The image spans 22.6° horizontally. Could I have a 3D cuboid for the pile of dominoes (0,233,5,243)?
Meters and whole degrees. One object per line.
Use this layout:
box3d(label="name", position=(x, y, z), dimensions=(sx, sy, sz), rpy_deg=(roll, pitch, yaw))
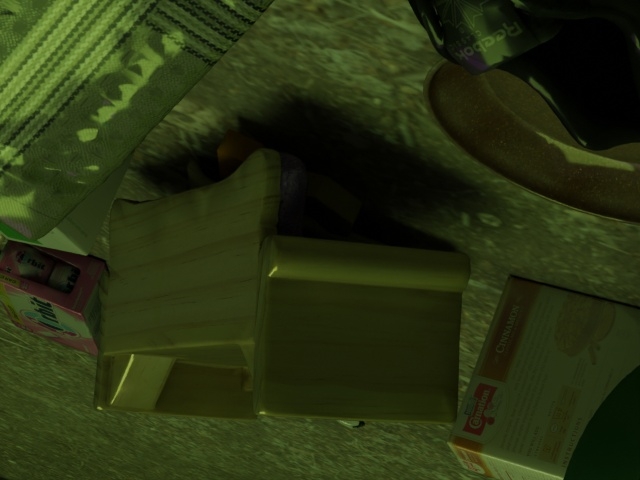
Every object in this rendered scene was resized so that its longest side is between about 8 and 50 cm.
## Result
box3d(label="pile of dominoes", position=(-0.352, -0.057, 1.363), dimensions=(0.196, 0.040, 0.251), rpy_deg=(32, 125, -23))

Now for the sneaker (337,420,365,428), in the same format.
box3d(label="sneaker", position=(0.006, 0.101, 1.336), dimensions=(0.106, 0.078, 0.234), rpy_deg=(23, 164, 2))

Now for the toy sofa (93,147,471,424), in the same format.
box3d(label="toy sofa", position=(-0.042, 0.047, 1.193), dimensions=(0.150, 0.177, 0.362), rpy_deg=(7, 171, -25))

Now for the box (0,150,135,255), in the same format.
box3d(label="box", position=(-0.216, -0.058, 1.231), dimensions=(0.087, 0.102, 0.101), rpy_deg=(9, 157, 29))

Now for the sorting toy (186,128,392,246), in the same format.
box3d(label="sorting toy", position=(0.000, 0.000, 1.262), dimensions=(0.229, 0.041, 0.307), rpy_deg=(24, 162, 7))

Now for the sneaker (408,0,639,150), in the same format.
box3d(label="sneaker", position=(0.063, -0.138, 0.621), dimensions=(0.283, 0.124, 0.107), rpy_deg=(32, 144, -32))

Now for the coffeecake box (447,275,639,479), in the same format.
box3d(label="coffeecake box", position=(0.208, 0.122, 1.190), dimensions=(0.185, 0.142, 0.068), rpy_deg=(15, 160, 23))

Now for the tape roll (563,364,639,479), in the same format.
box3d(label="tape roll", position=(0.303, 0.223, 1.081), dimensions=(0.321, 0.321, 0.077), rpy_deg=(30, 161, -24))

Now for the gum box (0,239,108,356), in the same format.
box3d(label="gum box", position=(-0.279, 0.057, 1.693), dimensions=(0.107, 0.062, 0.188), rpy_deg=(20, 162, 6))

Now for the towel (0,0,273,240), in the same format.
box3d(label="towel", position=(-0.165, -0.168, 0.705), dimensions=(0.312, 0.056, 0.324), rpy_deg=(30, 123, -29))

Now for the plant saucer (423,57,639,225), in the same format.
box3d(label="plant saucer", position=(0.155, -0.067, 0.886), dimensions=(0.198, 0.036, 0.198), rpy_deg=(19, 161, 7))
